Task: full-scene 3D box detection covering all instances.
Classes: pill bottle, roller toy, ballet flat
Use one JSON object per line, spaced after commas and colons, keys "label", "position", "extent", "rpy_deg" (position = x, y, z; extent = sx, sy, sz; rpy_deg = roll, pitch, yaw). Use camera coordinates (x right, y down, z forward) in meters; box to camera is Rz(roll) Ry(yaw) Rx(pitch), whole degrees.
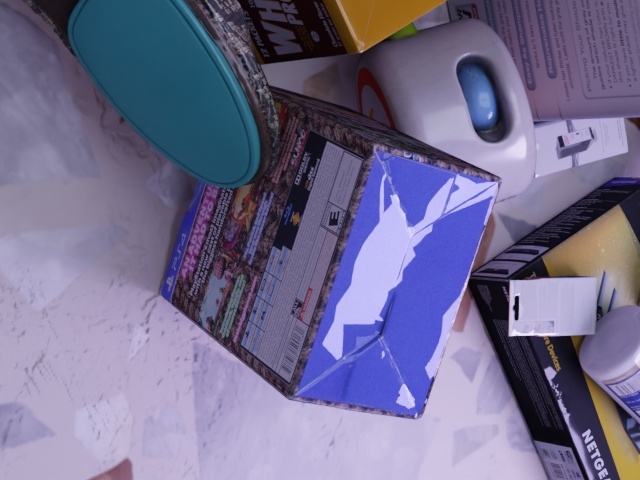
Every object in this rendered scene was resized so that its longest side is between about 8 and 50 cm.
{"label": "pill bottle", "position": [0.365, 0.154, 1.872], "extent": [0.169, 0.094, 0.094], "rpy_deg": [42, 70, -26]}
{"label": "roller toy", "position": [0.131, -0.119, 1.740], "extent": [0.146, 0.191, 0.209], "rpy_deg": [-17, 130, -9]}
{"label": "ballet flat", "position": [-0.200, -0.256, 1.537], "extent": [0.483, 0.164, 0.182], "rpy_deg": [39, 43, -12]}

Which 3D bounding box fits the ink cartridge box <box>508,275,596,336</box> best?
{"label": "ink cartridge box", "position": [0.239, 0.069, 1.830], "extent": [0.115, 0.029, 0.063], "rpy_deg": [0, 93, -29]}

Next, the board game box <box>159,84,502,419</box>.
{"label": "board game box", "position": [0.000, 0.000, 1.593], "extent": [0.141, 0.291, 0.232], "rpy_deg": [13, 100, -31]}

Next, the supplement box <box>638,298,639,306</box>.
{"label": "supplement box", "position": [0.428, -0.024, 1.910], "extent": [0.078, 0.080, 0.233], "rpy_deg": [19, 86, -30]}

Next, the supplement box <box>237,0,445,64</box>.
{"label": "supplement box", "position": [0.028, -0.274, 1.684], "extent": [0.191, 0.194, 0.129], "rpy_deg": [-34, 108, -27]}

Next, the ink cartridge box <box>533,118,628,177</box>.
{"label": "ink cartridge box", "position": [0.250, -0.108, 1.885], "extent": [0.135, 0.099, 0.056], "rpy_deg": [-16, 101, -30]}

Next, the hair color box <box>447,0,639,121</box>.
{"label": "hair color box", "position": [0.283, -0.221, 1.738], "extent": [0.114, 0.374, 0.185], "rpy_deg": [-17, 100, -30]}

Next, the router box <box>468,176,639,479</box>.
{"label": "router box", "position": [0.325, 0.118, 1.950], "extent": [0.243, 0.081, 0.309], "rpy_deg": [-33, 108, -27]}
